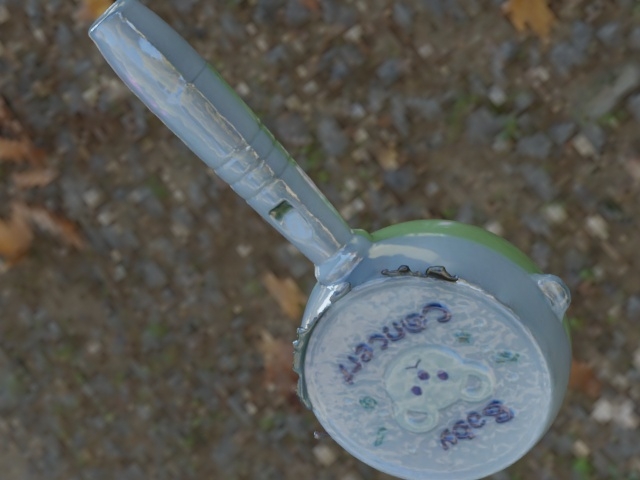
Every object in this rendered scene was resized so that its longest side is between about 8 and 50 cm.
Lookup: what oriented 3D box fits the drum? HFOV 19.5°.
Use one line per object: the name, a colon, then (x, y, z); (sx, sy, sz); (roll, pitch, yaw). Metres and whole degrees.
drum: (0.018, -0.007, 0.768); (0.130, 0.049, 0.253); (-20, 114, 23)
